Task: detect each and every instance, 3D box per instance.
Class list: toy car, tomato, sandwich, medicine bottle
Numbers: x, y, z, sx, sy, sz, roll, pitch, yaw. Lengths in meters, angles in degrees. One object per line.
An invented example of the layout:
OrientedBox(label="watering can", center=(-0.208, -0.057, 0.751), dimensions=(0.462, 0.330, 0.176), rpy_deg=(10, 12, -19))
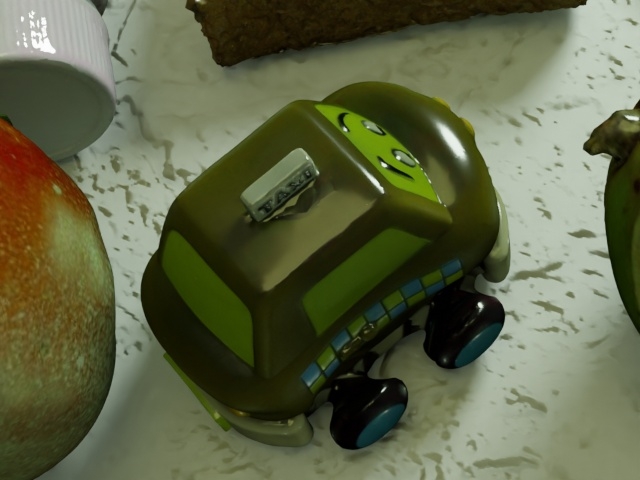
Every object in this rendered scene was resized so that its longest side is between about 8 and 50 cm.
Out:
OrientedBox(label="toy car", center=(0.000, 0.000, 0.827), dimensions=(0.248, 0.198, 0.204), rpy_deg=(-39, 64, -8))
OrientedBox(label="tomato", center=(-0.275, 0.058, 0.806), dimensions=(0.303, 0.303, 0.239), rpy_deg=(-24, 59, 0))
OrientedBox(label="sandwich", center=(0.052, -0.282, 0.996), dimensions=(0.301, 0.099, 0.271), rpy_deg=(-7, 65, 9))
OrientedBox(label="medicine bottle", center=(-0.246, -0.207, 0.987), dimensions=(0.165, 0.165, 0.273), rpy_deg=(-13, 65, 5))

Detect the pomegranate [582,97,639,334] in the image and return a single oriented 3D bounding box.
OrientedBox(label="pomegranate", center=(0.324, -0.010, 0.758), dimensions=(0.340, 0.260, 0.261), rpy_deg=(22, 69, -14))
